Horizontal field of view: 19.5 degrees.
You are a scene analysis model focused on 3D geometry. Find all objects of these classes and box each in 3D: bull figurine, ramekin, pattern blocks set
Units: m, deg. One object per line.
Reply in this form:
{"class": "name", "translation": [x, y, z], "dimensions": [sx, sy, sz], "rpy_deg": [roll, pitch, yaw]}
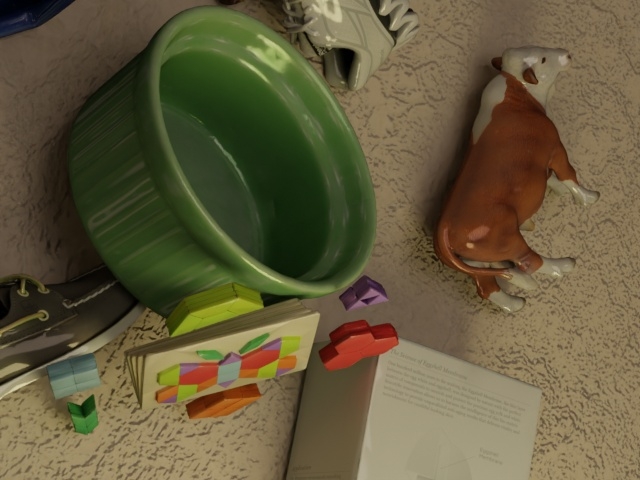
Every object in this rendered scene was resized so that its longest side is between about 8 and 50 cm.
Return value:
{"class": "bull figurine", "translation": [0.225, -0.072, 2.113], "dimensions": [0.188, 0.101, 0.310], "rpy_deg": [42, 61, -25]}
{"class": "ramekin", "translation": [-0.100, -0.060, 1.799], "dimensions": [0.303, 0.148, 0.303], "rpy_deg": [32, 43, -35]}
{"class": "pattern blocks set", "translation": [-0.089, 0.111, 1.748], "dimensions": [0.325, 0.285, 0.026], "rpy_deg": [-20, 66, 1]}

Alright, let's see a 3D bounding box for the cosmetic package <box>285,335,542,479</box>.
{"class": "cosmetic package", "translation": [0.094, 0.235, 1.948], "dimensions": [0.224, 0.138, 0.224], "rpy_deg": [22, 71, -30]}

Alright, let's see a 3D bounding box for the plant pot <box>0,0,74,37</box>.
{"class": "plant pot", "translation": [-0.339, -0.299, 1.677], "dimensions": [0.236, 0.236, 0.212], "rpy_deg": [-22, 88, -35]}

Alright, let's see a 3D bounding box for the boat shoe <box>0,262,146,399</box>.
{"class": "boat shoe", "translation": [-0.286, 0.086, 1.721], "dimensions": [0.305, 0.109, 0.091], "rpy_deg": [-32, 106, -31]}

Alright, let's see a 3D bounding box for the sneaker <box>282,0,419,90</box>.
{"class": "sneaker", "translation": [0.000, -0.267, 1.949], "dimensions": [0.118, 0.110, 0.292], "rpy_deg": [-55, 135, -13]}

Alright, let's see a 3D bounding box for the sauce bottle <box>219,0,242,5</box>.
{"class": "sauce bottle", "translation": [-0.058, -0.288, 1.983], "dimensions": [0.128, 0.042, 0.042], "rpy_deg": [-29, 100, -33]}
